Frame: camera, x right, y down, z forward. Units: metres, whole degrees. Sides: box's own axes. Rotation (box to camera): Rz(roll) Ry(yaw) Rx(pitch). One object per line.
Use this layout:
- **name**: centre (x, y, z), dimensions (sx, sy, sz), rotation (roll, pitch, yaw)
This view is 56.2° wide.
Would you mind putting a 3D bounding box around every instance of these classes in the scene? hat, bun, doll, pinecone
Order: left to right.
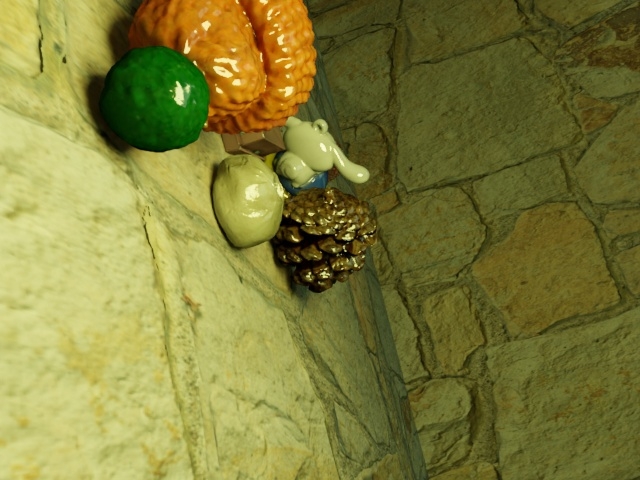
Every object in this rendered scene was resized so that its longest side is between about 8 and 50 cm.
- **hat**: centre (-0.195, -0.259, 0.873), dimensions (0.400, 0.285, 0.285), rotation (-40, 116, -49)
- **bun**: centre (-0.123, -0.077, 1.098), dimensions (0.166, 0.113, 0.173), rotation (-30, 105, -80)
- **doll**: centre (-0.067, -0.206, 1.463), dimensions (0.311, 0.159, 0.242), rotation (51, -24, -6)
- **pinecone**: centre (0.008, -0.009, 1.373), dimensions (0.257, 0.243, 0.244), rotation (91, -10, -62)

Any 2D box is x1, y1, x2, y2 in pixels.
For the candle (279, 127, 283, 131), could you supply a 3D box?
- **candle**: centre (-0.148, -0.369, 1.561), dimensions (0.192, 0.068, 0.169), rotation (-92, 166, -60)

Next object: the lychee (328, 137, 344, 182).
- **lychee**: centre (0.000, -0.257, 1.909), dimensions (0.197, 0.165, 0.165), rotation (45, -15, 48)

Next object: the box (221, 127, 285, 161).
- **box**: centre (-0.162, -0.291, 1.311), dimensions (0.215, 0.086, 0.215), rotation (-6, 81, -80)
